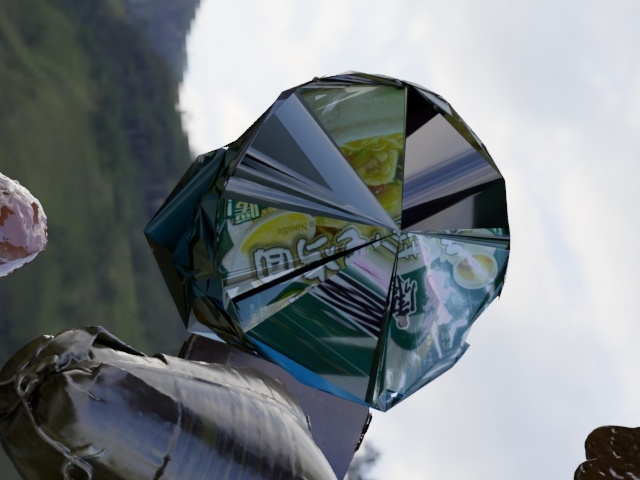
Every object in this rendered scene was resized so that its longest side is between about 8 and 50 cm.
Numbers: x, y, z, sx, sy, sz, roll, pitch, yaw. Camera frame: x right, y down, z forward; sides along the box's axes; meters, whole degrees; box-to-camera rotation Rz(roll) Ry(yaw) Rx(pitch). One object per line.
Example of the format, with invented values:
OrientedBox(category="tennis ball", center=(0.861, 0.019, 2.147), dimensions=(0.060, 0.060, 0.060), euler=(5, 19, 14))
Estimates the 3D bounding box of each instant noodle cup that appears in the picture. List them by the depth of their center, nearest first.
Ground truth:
OrientedBox(category="instant noodle cup", center=(0.000, 0.000, 1.320), dimensions=(0.178, 0.240, 0.240), euler=(171, -88, -66))

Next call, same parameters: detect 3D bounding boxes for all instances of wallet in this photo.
OrientedBox(category="wallet", center=(-0.045, 0.144, 1.477), dimensions=(0.026, 0.176, 0.095), euler=(-6, -117, 67))

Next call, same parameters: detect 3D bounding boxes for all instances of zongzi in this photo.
OrientedBox(category="zongzi", center=(-0.080, 0.071, 0.830), dimensions=(0.084, 0.187, 0.184), euler=(-48, -152, 14))

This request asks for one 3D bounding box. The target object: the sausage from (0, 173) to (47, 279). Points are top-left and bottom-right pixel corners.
OrientedBox(category="sausage", center=(-0.290, 0.045, 0.902), dimensions=(0.079, 0.326, 0.087), euler=(61, 7, -24))

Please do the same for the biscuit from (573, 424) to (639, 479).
OrientedBox(category="biscuit", center=(0.251, 0.161, 1.135), dimensions=(0.124, 0.175, 0.026), euler=(-61, 156, -45))
